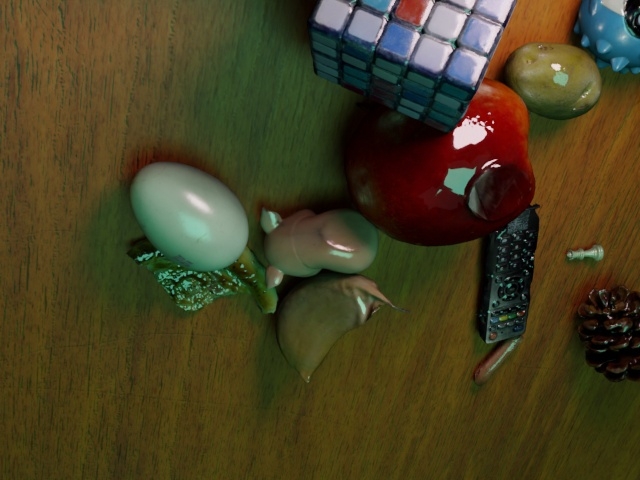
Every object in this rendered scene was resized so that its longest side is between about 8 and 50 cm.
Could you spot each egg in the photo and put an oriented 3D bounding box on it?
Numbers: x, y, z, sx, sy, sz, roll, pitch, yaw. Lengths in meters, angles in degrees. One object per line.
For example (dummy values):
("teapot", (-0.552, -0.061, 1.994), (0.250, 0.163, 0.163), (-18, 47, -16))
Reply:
("egg", (-0.255, -0.048, 1.563), (0.183, 0.183, 0.264), (-43, 119, 9))

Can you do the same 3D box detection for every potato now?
("potato", (0.494, -0.331, 1.681), (0.251, 0.174, 0.159), (21, 109, -45))

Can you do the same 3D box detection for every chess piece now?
("chess piece", (0.672, 0.034, 2.053), (0.093, 0.042, 0.042), (-5, 122, -10))

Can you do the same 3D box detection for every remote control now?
("remote control", (0.456, 0.083, 1.985), (0.144, 0.062, 0.399), (-11, 125, -13))

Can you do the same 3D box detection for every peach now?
("peach", (0.261, -0.156, 1.618), (0.405, 0.310, 0.335), (-15, 127, -15))

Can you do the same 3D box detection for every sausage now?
("sausage", (0.472, 0.316, 2.150), (0.043, 0.043, 0.186), (29, 107, -32))

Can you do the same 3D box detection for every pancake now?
("pancake", (-0.245, 0.082, 1.727), (0.376, 0.054, 0.197), (18, 113, -28))

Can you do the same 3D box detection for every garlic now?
("garlic", (0.041, 0.158, 1.782), (0.338, 0.196, 0.151), (-39, 157, 30))

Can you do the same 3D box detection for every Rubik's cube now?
("Rubik's cube", (0.164, -0.386, 1.344), (0.286, 0.292, 0.293), (24, 88, 3))

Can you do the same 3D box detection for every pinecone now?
("pinecone", (0.798, 0.248, 2.129), (0.244, 0.244, 0.309), (-39, 110, 6))

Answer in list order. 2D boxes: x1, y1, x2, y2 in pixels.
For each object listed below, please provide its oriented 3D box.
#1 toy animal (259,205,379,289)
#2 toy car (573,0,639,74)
("toy animal", (0.000, 0.009, 1.703), (0.250, 0.167, 0.154), (-6, 168, 0))
("toy car", (0.644, -0.436, 1.661), (0.255, 0.188, 0.190), (3, 128, -26))
